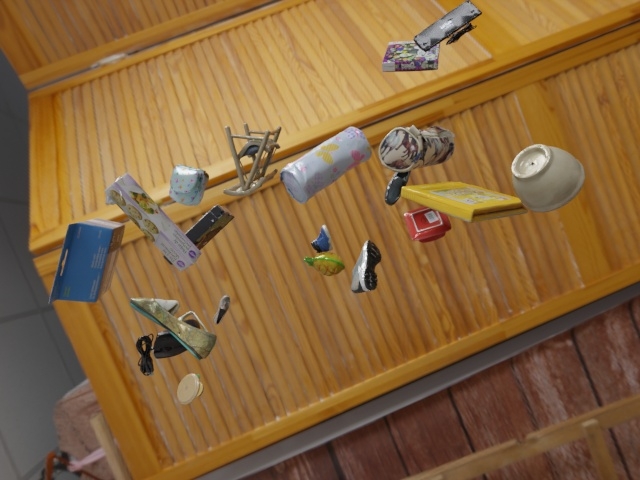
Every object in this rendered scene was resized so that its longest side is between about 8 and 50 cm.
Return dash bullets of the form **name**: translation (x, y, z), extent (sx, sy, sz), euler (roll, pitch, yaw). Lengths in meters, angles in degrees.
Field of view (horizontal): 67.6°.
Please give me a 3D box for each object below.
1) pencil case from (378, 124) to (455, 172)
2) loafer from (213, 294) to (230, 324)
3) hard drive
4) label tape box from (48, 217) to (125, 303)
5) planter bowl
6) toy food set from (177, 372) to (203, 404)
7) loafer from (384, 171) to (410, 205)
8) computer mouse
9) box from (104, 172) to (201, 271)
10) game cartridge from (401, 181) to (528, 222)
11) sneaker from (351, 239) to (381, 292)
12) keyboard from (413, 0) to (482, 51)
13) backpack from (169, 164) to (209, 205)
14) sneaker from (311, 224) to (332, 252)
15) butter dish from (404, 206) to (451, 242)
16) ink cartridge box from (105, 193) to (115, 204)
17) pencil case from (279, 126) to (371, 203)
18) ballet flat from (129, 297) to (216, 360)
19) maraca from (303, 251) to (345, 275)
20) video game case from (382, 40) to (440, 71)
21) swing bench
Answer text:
- **pencil case**: translation (0.396, -0.368, 1.882), extent (0.410, 0.183, 0.160), euler (-20, -100, -54)
- **loafer**: translation (-0.397, 0.284, 1.940), extent (0.045, 0.125, 0.039), euler (23, 180, -23)
- **hard drive**: translation (-0.560, -0.025, 2.225), extent (0.064, 0.339, 0.237), euler (47, 180, 1)
- **label tape box**: translation (-0.720, 0.063, 1.504), extent (0.333, 0.105, 0.241), euler (-156, 81, -76)
- **planter bowl**: translation (0.535, -0.164, 1.161), extent (0.109, 0.162, 0.162), euler (33, -164, -30)
- **toy food set**: translation (-0.350, 0.395, 1.275), extent (0.020, 0.083, 0.083), euler (38, -170, -46)
- **loafer**: translation (0.356, -0.264, 2.192), extent (0.076, 0.223, 0.078), euler (27, 163, -1)
- **computer mouse**: translation (-0.565, 0.402, 1.841), extent (0.072, 0.272, 0.189), euler (28, 128, 33)
- **box**: translation (-0.490, -0.051, 1.412), extent (0.324, 0.067, 0.063), euler (52, -147, -19)
- **game cartridge**: translation (0.484, -0.142, 1.621), extent (0.323, 0.285, 0.053), euler (32, 125, 51)
- **sneaker**: translation (0.179, 0.103, 1.969), extent (0.100, 0.108, 0.272), euler (42, -138, -24)
- **keyboard**: translation (0.376, -0.610, 1.394), extent (0.038, 0.192, 0.100), euler (39, -158, -59)
- **backpack**: translation (-0.647, -0.265, 2.322), extent (0.144, 0.165, 0.189), euler (2, -78, -82)
- **sneaker**: translation (0.000, 0.001, 2.026), extent (0.152, 0.084, 0.058), euler (77, 172, -54)
- **butter dish**: translation (0.428, -0.049, 1.894), extent (0.118, 0.159, 0.160), euler (64, -168, -46)
- **ink cartridge box**: translation (-0.704, -0.145, 1.604), extent (0.083, 0.028, 0.048), euler (2, 87, 61)
- **pencil case**: translation (0.019, -0.217, 1.378), extent (0.113, 0.273, 0.124), euler (46, 161, 24)
- **ballet flat**: translation (-0.505, 0.277, 1.665), extent (0.348, 0.123, 0.123), euler (33, 165, 15)
- **maraca**: translation (0.016, 0.100, 2.042), extent (0.127, 0.185, 0.099), euler (51, -131, -52)
- **video game case**: translation (0.358, -0.723, 1.867), extent (0.232, 0.210, 0.042), euler (-70, -22, -47)
- **swing bench**: translation (-0.254, -0.308, 1.828), extent (0.253, 0.165, 0.255), euler (-70, -14, -72)
